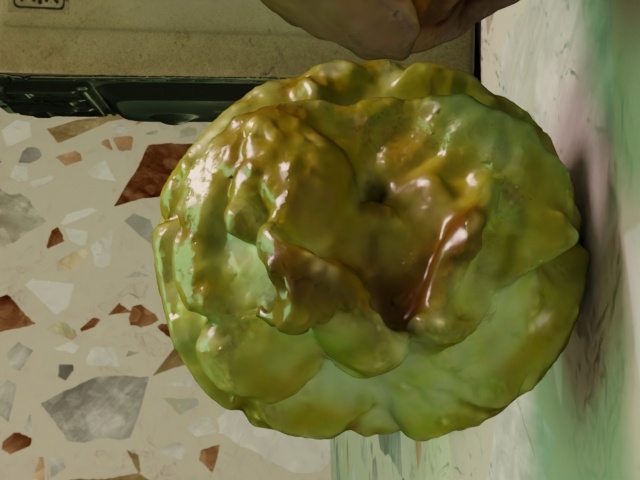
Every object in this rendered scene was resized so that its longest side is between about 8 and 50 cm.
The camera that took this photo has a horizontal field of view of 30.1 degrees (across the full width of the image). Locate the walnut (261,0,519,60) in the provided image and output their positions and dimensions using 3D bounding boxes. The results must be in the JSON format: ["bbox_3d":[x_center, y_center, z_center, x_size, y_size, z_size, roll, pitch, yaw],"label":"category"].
[{"bbox_3d":[0.067,-0.191,0.545,0.238,0.141,0.204,-47,26,17],"label":"walnut"}]

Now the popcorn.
[{"bbox_3d":[0.025,0.003,0.620,0.184,0.221,0.204,94,161,-60],"label":"popcorn"}]

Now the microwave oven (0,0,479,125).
[{"bbox_3d":[-0.081,-0.263,1.004,0.247,0.394,0.333,-173,84,-86],"label":"microwave oven"}]
